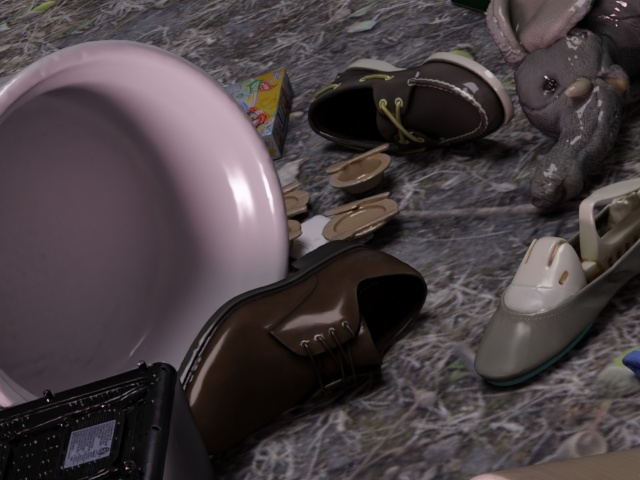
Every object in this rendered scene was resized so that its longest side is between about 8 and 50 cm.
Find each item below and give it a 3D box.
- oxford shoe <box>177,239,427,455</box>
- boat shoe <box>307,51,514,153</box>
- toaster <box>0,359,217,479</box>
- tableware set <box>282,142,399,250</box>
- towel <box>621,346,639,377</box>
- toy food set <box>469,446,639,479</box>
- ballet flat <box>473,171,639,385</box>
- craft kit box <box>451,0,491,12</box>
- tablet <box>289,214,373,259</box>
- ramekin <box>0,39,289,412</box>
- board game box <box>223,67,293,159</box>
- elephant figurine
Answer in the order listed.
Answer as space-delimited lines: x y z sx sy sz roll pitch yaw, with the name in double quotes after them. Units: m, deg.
-0.013 0.072 1.226 0.096 0.083 0.227 12 42 44 "oxford shoe"
0.073 -0.108 1.527 0.068 0.081 0.227 -37 22 -24 "boat shoe"
-0.152 0.173 1.095 0.168 0.110 0.186 -18 25 8 "toaster"
-0.005 -0.025 1.469 0.141 0.020 0.169 -20 21 8 "tableware set"
0.345 0.036 1.069 0.285 0.034 0.209 -28 25 -12 "towel"
0.225 0.166 0.802 0.219 0.092 0.306 -4 15 -32 "toy food set"
0.172 0.013 1.211 0.213 0.068 0.072 -35 28 -27 "ballet flat"
0.277 -0.283 1.744 0.246 0.061 0.250 -31 26 -14 "craft kit box"
0.000 0.000 1.447 0.054 0.006 0.083 -32 27 -23 "tablet"
-0.169 0.005 1.269 0.277 0.277 0.135 -38 22 -32 "ramekin"
-0.083 -0.107 1.703 0.103 0.026 0.154 -17 25 12 "board game box"
0.212 -0.152 1.433 0.239 0.169 0.186 -38 -4 0 "elephant figurine"
